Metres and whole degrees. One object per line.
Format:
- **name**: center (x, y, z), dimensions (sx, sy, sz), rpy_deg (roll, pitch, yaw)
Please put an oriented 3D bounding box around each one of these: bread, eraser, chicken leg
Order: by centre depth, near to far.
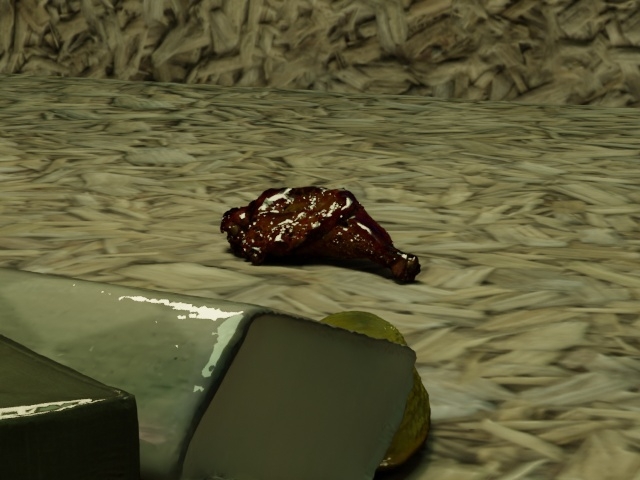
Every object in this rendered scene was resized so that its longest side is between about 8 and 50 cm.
- **eraser**: center (-0.176, 0.054, 0.774), dimensions (0.396, 0.082, 0.213), rpy_deg (7, -7, 28)
- **bread**: center (-0.015, 0.077, 0.873), dimensions (0.149, 0.065, 0.188), rpy_deg (-4, 14, 4)
- **chicken leg**: center (0.002, -0.004, 1.303), dimensions (0.205, 0.053, 0.093), rpy_deg (0, 32, 31)

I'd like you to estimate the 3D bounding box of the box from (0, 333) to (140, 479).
- **box**: center (-0.180, 0.104, 0.505), dimensions (0.155, 0.149, 0.231), rpy_deg (-7, 13, -35)
